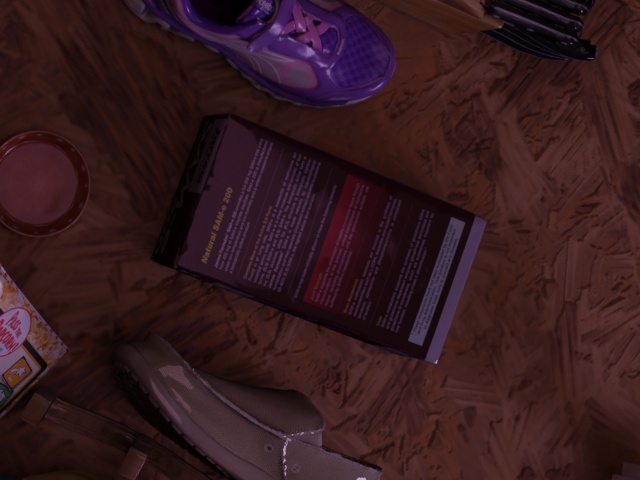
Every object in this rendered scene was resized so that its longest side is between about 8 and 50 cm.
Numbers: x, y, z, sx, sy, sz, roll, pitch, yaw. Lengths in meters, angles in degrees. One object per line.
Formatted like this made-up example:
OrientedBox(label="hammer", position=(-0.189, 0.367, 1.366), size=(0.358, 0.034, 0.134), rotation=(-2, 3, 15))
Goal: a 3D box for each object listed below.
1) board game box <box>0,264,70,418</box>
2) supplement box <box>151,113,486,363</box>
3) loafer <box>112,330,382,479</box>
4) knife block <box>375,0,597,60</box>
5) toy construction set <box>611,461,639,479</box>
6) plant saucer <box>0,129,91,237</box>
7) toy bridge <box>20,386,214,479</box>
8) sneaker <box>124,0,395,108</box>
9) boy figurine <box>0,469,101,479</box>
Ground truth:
OrientedBox(label="board game box", position=(-0.291, 0.105, 1.410), size=(0.193, 0.045, 0.147), rotation=(-45, 146, -13))
OrientedBox(label="supplement box", position=(0.000, 0.000, 1.539), size=(0.239, 0.073, 0.130), rotation=(22, 84, -21))
OrientedBox(label="loafer", position=(-0.054, 0.149, 1.519), size=(0.268, 0.102, 0.092), rotation=(43, 77, -26))
OrientedBox(label="knife block", position=(0.099, -0.225, 1.570), size=(0.275, 0.242, 0.088), rotation=(17, 84, 25))
OrientedBox(label="toy construction set", position=(0.281, 0.331, 1.629), size=(0.215, 0.151, 0.328), rotation=(14, 99, -20))
OrientedBox(label="plant saucer", position=(-0.221, -0.044, 1.487), size=(0.083, 0.013, 0.084), rotation=(-1, 94, -20))
OrientedBox(label="toy bridge", position=(-0.142, 0.168, 1.495), size=(0.188, 0.063, 0.026), rotation=(28, 95, -1))
OrientedBox(label="sneaker", position=(-0.040, -0.174, 1.499), size=(0.236, 0.104, 0.095), rotation=(24, 83, -21))
OrientedBox(label="boy figurine", position=(-0.188, 0.220, 1.441), size=(0.285, 0.177, 0.092), rotation=(24, 80, -50))
